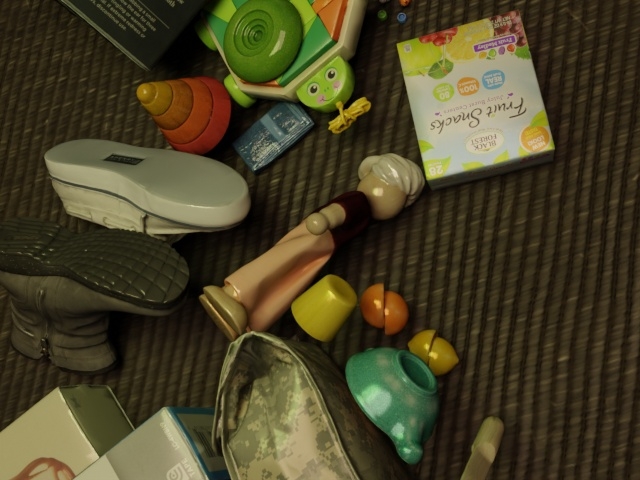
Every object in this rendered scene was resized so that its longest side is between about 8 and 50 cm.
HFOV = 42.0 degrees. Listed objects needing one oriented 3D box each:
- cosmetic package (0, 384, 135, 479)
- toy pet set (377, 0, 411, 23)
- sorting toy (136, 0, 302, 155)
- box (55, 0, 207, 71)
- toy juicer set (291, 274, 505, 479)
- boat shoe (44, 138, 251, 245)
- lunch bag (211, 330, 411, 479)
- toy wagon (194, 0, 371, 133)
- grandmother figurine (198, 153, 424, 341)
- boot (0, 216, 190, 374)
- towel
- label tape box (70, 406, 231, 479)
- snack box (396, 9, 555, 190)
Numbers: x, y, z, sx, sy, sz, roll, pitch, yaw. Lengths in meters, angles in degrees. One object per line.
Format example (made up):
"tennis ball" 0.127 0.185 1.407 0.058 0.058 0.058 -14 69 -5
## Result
"cosmetic package" -0.411 0.341 1.169 0.296 0.153 0.129 -39 74 6
"toy pet set" 0.076 -0.392 1.227 0.122 0.065 0.114 12 83 17
"sorting toy" -0.125 -0.273 1.130 0.365 0.126 0.127 -45 63 17
"box" -0.256 -0.498 1.214 0.395 0.212 0.293 -51 47 0
"toy juicer set" 0.112 0.186 1.034 0.089 0.209 0.329 -49 62 24
"boat shoe" -0.248 -0.038 1.202 0.367 0.136 0.156 13 124 29
"lunch bag" -0.016 0.249 1.033 0.169 0.235 0.287 -29 73 9
"toy wagon" -0.037 -0.307 1.198 0.267 0.068 0.344 -37 64 19
"grandmother figurine" 0.000 0.000 1.108 0.342 0.208 0.104 -37 96 -18
"boot" -0.310 0.097 1.169 0.338 0.222 0.118 14 38 27
"towel" -0.072 -0.157 1.239 0.119 0.029 0.067 -40 71 5
"label tape box" -0.251 0.356 1.068 0.348 0.249 0.115 -40 72 5
"snack box" 0.212 -0.190 1.148 0.174 0.070 0.207 -14 77 11
